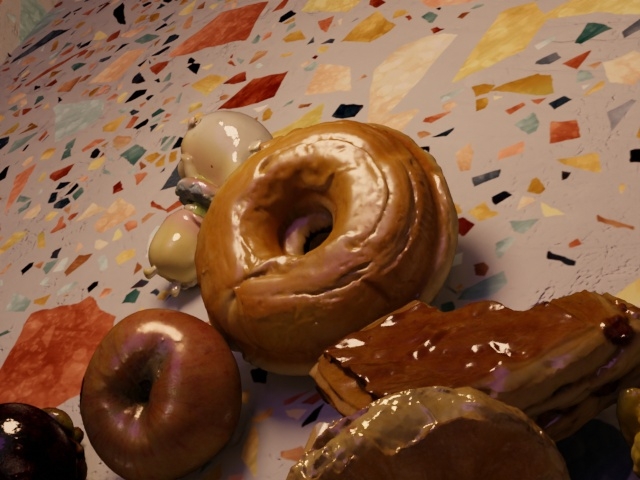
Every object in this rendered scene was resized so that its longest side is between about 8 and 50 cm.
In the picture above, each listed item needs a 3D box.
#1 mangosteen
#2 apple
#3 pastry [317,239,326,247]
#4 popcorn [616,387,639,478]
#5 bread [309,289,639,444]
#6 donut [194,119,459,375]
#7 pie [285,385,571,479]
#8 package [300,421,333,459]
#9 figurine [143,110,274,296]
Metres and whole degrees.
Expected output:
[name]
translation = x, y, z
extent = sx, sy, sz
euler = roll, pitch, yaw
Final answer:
[mangosteen]
translation = -0.462, 0.346, 1.439
extent = 0.211, 0.212, 0.250
euler = -8, 11, 28
[apple]
translation = -0.235, 0.232, 1.371
extent = 0.260, 0.194, 0.261
euler = -3, 79, 14
[pastry]
translation = -0.014, -0.040, 1.658
extent = 0.258, 0.089, 0.122
euler = -11, 53, 24
[popcorn]
translation = 0.419, 0.195, 0.983
extent = 0.197, 0.198, 0.156
euler = -25, 34, 8
[bread]
translation = 0.203, 0.181, 1.136
extent = 0.369, 0.192, 0.314
euler = -23, 15, -12
[donut]
translation = 0.000, 0.000, 1.449
extent = 0.448, 0.198, 0.449
euler = -13, 57, 20
[pie]
translation = 0.114, 0.305, 0.944
extent = 0.339, 0.340, 0.083
euler = -34, 13, -5
[package]
translation = -0.022, 0.405, 1.060
extent = 0.165, 0.221, 0.311
euler = -26, 29, 44
[figurine]
translation = -0.210, -0.079, 1.753
extent = 0.274, 0.226, 0.394
euler = -23, 35, 60
